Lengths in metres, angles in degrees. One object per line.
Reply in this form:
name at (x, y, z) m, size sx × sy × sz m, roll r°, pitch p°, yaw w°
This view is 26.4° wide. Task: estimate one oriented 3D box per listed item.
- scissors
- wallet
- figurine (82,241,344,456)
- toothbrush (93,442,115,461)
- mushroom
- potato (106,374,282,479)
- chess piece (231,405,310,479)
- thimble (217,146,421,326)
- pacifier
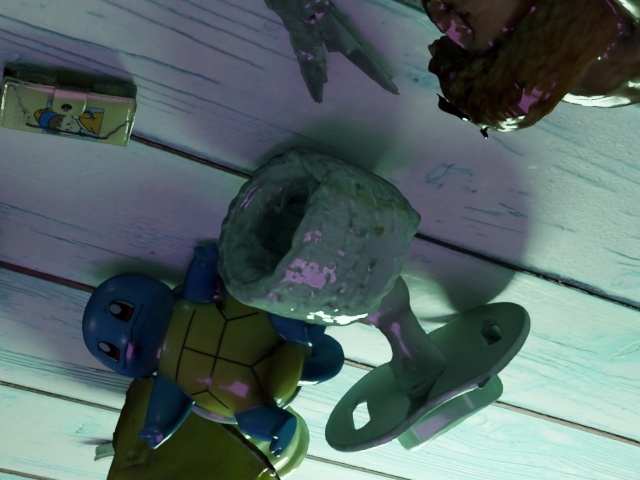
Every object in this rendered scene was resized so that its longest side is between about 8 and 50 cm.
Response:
scissors at (-0.019, -0.254, 1.412) m, size 0.256 × 0.029 × 0.383 m, roll -12°, pitch 146°, yaw 19°
wallet at (-0.294, -0.153, 1.587) m, size 0.155 × 0.039 × 0.110 m, roll 7°, pitch 151°, yaw -13°
figurine at (-0.126, 0.149, 1.963) m, size 0.416 × 0.243 × 0.298 m, roll 12°, pitch 105°, yaw -24°
toothbrush at (-0.286, 0.362, 2.495) m, size 0.307 × 0.030 × 0.025 m, roll -16°, pitch 157°, yaw 22°
mushroom at (0.222, -0.224, 1.295) m, size 0.283 × 0.195 × 0.263 m, roll -36°, pitch 128°, yaw 24°
potato at (-0.265, 0.407, 2.163) m, size 0.397 × 0.296 × 0.290 m, roll 17°, pitch 148°, yaw 44°
chess piece at (-0.130, 0.285, 2.260) m, size 0.144 × 0.144 × 0.251 m, roll -11°, pitch 141°, yaw 20°
thimble at (0.000, 0.000, 1.677) m, size 0.172 × 0.205 × 0.250 m, roll 21°, pitch 150°, yaw -31°
pacifier at (0.125, 0.149, 1.962) m, size 0.343 × 0.288 × 0.269 m, roll -31°, pitch 104°, yaw 3°
